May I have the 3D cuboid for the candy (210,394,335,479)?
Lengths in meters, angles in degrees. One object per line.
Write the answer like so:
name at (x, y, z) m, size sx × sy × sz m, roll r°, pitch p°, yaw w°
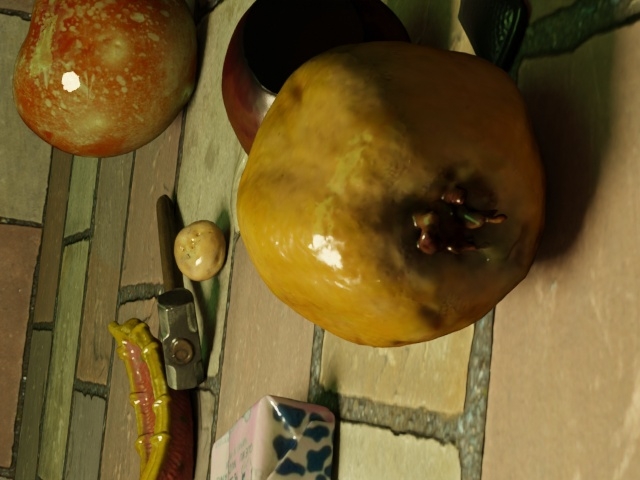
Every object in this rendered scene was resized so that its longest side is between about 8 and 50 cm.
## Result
candy at (-0.043, 0.200, 1.207) m, size 0.160 × 0.073 × 0.092 m, roll 131°, pitch 147°, yaw -60°

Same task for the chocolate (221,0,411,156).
chocolate at (0.004, -0.112, 1.090) m, size 0.177 × 0.177 × 0.176 m, roll -173°, pitch 90°, yaw -72°

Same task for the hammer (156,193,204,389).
hammer at (-0.182, 0.037, 1.718) m, size 0.365 × 0.043 × 0.111 m, roll -109°, pitch 12°, yaw -61°

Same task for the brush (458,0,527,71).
brush at (0.105, -0.185, 0.997) m, size 0.193 × 0.016 × 0.063 m, roll -105°, pitch 30°, yaw -49°

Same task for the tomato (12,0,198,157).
tomato at (-0.268, -0.235, 1.828) m, size 0.270 × 0.223 × 0.270 m, roll -161°, pitch 90°, yaw -89°

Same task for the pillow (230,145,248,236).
pillow at (-0.045, -0.126, 1.350) m, size 0.148 × 0.050 × 0.229 m, roll -67°, pitch -5°, yaw -66°

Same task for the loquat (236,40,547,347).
loquat at (0.045, -0.027, 0.865) m, size 0.234 × 0.176 × 0.187 m, roll 19°, pitch 102°, yaw 61°

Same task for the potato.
potato at (-0.135, 0.013, 1.594) m, size 0.083 × 0.062 × 0.068 m, roll 83°, pitch -154°, yaw -77°

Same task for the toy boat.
toy boat at (-0.200, 0.209, 1.646) m, size 0.318 × 0.099 × 0.141 m, roll -99°, pitch 22°, yaw -47°
